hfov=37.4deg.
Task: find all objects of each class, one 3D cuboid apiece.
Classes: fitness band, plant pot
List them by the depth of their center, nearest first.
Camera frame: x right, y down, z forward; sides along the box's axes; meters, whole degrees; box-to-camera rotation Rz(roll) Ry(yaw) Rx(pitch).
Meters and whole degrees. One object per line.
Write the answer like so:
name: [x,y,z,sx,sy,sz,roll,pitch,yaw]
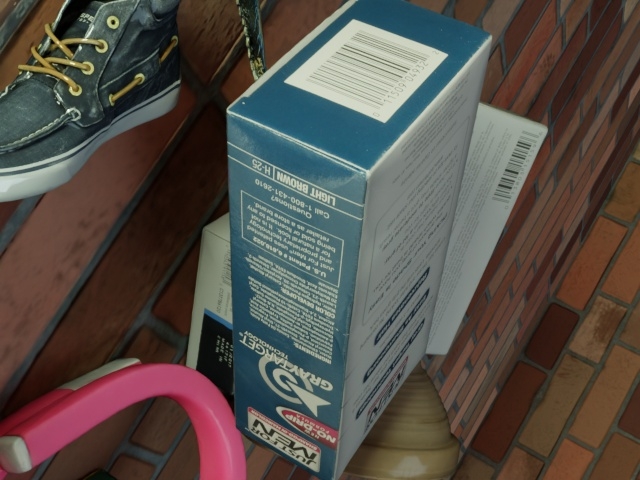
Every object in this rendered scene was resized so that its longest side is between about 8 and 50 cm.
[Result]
fitness band: [-0.155,0.208,0.704,0.291,0.054,0.209,-28,106,-55]
plant pot: [0.037,0.166,1.006,0.237,0.237,0.109,6,94,-67]

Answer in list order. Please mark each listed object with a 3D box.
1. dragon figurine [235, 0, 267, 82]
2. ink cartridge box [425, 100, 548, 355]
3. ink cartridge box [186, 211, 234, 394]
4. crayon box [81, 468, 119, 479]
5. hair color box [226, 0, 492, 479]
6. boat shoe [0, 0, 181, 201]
dragon figurine: [-0.048,-0.218,0.548,0.144,0.085,0.289,-24,137,-57]
ink cartridge box: [0.088,-0.019,0.954,0.239,0.060,0.275,10,108,-41]
ink cartridge box: [0.000,0.000,0.940,0.333,0.065,0.165,-38,147,-47]
crayon box: [-0.264,0.340,0.716,0.323,0.083,0.203,-27,139,-55]
hair color box: [0.020,0.012,0.710,0.174,0.105,0.347,-48,154,-38]
boat shoe: [-0.141,-0.093,0.524,0.183,0.065,0.083,-47,153,-50]
